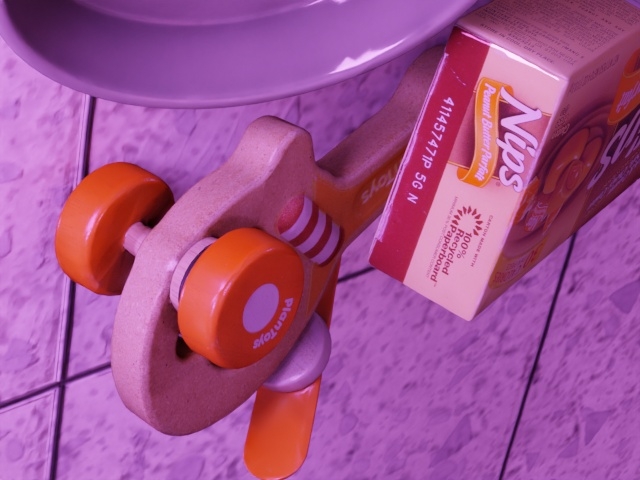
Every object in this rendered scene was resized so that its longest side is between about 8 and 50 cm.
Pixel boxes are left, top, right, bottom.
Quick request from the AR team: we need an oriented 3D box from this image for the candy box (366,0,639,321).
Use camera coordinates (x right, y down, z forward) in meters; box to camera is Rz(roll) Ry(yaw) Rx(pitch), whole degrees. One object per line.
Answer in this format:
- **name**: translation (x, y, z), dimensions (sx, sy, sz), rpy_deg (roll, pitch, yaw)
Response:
- **candy box**: translation (0.162, -0.090, 1.337), dimensions (0.316, 0.087, 0.183), rpy_deg (-35, 150, -55)

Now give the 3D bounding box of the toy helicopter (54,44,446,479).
- **toy helicopter**: translation (0.000, 0.000, 1.312), dimensions (0.355, 0.140, 0.235), rpy_deg (-42, 141, -30)

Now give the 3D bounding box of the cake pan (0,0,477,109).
- **cake pan**: translation (-0.035, -0.170, 1.058), dimensions (0.293, 0.054, 0.293), rpy_deg (-11, 154, -5)
